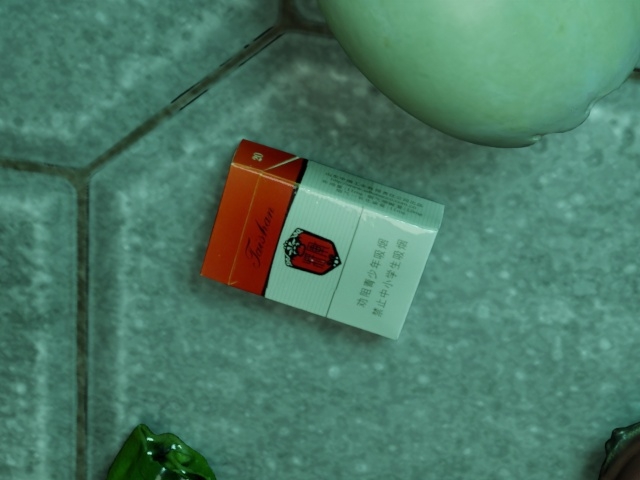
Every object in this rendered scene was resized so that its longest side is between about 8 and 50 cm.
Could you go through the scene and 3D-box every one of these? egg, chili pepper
[{"bbox_3d":[0.085,-0.168,0.952,0.183,0.183,0.217,-27,120,24],"label":"egg"},{"bbox_3d":[-0.152,0.264,1.314,0.099,0.083,0.253,16,117,1],"label":"chili pepper"}]

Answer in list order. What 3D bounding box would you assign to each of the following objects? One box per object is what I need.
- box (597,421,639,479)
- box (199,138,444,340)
[{"bbox_3d":[0.315,0.299,1.205,0.263,0.108,0.404,13,122,14],"label":"box"},{"bbox_3d":[0.000,0.000,1.150,0.152,0.048,0.100,20,119,3],"label":"box"}]
